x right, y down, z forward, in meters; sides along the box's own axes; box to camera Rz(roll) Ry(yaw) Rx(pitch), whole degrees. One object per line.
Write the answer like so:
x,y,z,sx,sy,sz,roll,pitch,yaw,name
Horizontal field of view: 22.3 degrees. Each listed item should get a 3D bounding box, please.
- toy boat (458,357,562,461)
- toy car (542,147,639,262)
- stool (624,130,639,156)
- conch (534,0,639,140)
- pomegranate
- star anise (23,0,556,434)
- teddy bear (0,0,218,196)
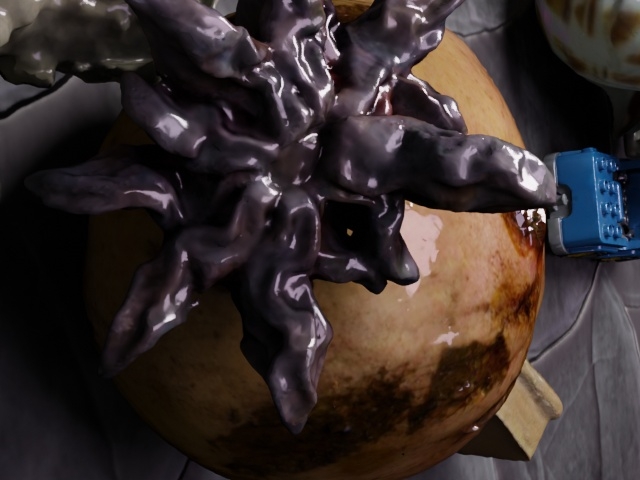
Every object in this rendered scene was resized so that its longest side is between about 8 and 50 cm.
0.103,0.109,1.276,0.188,0.116,0.061,46,59,-43,toy boat
0.284,-0.034,1.545,0.191,0.100,0.097,6,79,-58,toy car
0.447,-0.224,1.664,0.170,0.244,0.269,-10,95,-54,stool
0.316,-0.205,1.484,0.249,0.197,0.368,51,6,17,conch
0.000,0.000,1.007,0.322,0.322,0.322,7,82,-53,pomegranate
-0.019,-0.043,0.807,0.283,0.129,0.212,-43,96,-5,star anise
-0.202,-0.130,0.808,0.357,0.224,0.367,10,80,-33,teddy bear
